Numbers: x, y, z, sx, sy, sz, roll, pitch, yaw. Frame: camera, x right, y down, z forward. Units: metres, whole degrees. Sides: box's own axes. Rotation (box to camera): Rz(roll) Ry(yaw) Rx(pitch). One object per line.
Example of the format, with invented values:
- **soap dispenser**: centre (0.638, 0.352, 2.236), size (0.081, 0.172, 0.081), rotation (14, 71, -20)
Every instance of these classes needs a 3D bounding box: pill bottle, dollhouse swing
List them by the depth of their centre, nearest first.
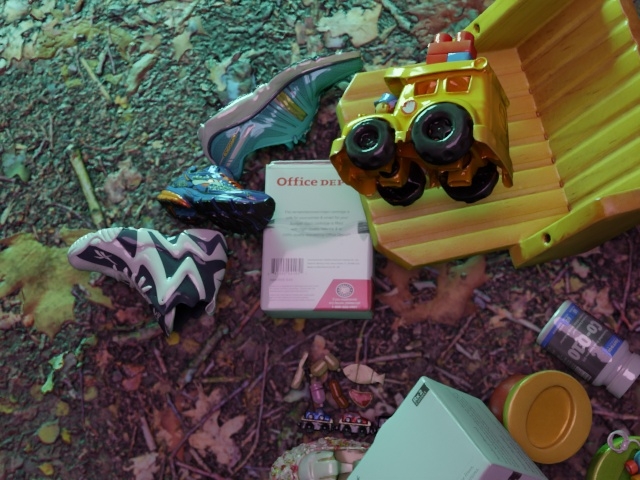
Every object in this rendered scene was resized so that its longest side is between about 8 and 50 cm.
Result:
- **dollhouse swing**: centre (0.240, -0.156, 1.584), size (0.305, 0.315, 0.347), rotation (-6, 73, -29)
- **pill bottle**: centre (0.372, 0.150, 1.611), size (0.137, 0.078, 0.078), rotation (37, 84, 14)

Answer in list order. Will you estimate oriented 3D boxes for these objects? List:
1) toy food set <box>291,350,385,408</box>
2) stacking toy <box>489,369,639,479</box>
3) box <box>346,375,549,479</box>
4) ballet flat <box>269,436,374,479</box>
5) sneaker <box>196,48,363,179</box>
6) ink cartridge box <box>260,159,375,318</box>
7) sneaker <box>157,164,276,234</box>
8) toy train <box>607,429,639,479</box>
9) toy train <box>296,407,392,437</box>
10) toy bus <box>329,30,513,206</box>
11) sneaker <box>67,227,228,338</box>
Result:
- **toy food set**: centre (0.024, 0.205, 1.674), size (0.122, 0.019, 0.078), rotation (20, 80, 4)
- **stacking toy**: centre (0.310, 0.347, 1.584), size (0.279, 0.130, 0.309), rotation (26, 83, -14)
- **box**: centre (0.154, 0.300, 1.457), size (0.181, 0.119, 0.182), rotation (-56, 37, 14)
- **ballet flat**: centre (0.044, 0.310, 1.615), size (0.241, 0.077, 0.091), rotation (-6, 76, 6)
- **sneaker**: centre (-0.050, -0.193, 1.752), size (0.275, 0.107, 0.110), rotation (-33, 94, 3)
- **ink cartridge box**: centre (0.000, 0.000, 1.687), size (0.158, 0.092, 0.218), rotation (0, 78, 7)
- **sneaker**: centre (-0.145, -0.070, 1.691), size (0.221, 0.083, 0.087), rotation (11, 64, 42)
- **toy train**: centre (0.401, 0.336, 1.518), size (0.125, 0.046, 0.166), rotation (18, 85, -15)
- **toy train**: centre (0.046, 0.257, 1.653), size (0.158, 0.027, 0.036), rotation (3, 74, 8)
- **toy bus**: centre (0.137, -0.166, 1.527), size (0.220, 0.149, 0.211), rotation (-4, 67, 24)
- **sneaker**: centre (-0.252, 0.067, 1.700), size (0.235, 0.094, 0.153), rotation (1, 68, -3)
